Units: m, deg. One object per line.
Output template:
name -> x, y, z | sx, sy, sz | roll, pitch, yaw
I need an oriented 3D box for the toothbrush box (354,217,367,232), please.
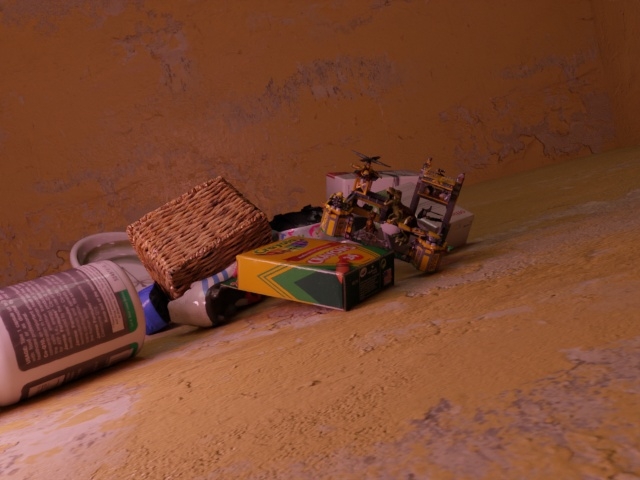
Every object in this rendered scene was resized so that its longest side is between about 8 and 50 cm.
toothbrush box -> 0.000, 0.000, 2.121 | 0.216, 0.126, 0.295 | -16, 7, -29

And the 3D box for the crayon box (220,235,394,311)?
crayon box -> -0.031, 0.058, 1.440 | 0.318, 0.081, 0.202 | 7, 17, 33

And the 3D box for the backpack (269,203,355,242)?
backpack -> -0.019, 0.002, 1.809 | 0.225, 0.191, 0.253 | -16, 4, -19

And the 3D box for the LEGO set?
LEGO set -> 0.170, -0.093, 1.518 | 0.331, 0.192, 0.255 | 25, 29, 20

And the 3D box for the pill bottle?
pill bottle -> -0.523, 0.175, 1.249 | 0.361, 0.204, 0.204 | -18, 7, -42

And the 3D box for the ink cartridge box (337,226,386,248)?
ink cartridge box -> 0.105, 0.033, 1.626 | 0.061, 0.104, 0.181 | -11, 6, 22

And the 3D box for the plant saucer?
plant saucer -> -0.553, 0.105, 2.074 | 0.400, 0.100, 0.400 | 16, 22, -7

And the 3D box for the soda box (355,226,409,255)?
soda box -> 0.197, -0.013, 1.944 | 0.098, 0.091, 0.286 | -12, 6, 27

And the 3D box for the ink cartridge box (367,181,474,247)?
ink cartridge box -> 0.254, -0.057, 1.756 | 0.160, 0.092, 0.219 | -18, 39, -39

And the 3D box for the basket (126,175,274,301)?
basket -> -0.291, 0.019, 1.734 | 0.299, 0.213, 0.223 | -34, 50, -21

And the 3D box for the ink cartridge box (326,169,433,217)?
ink cartridge box -> 0.171, -0.140, 2.014 | 0.273, 0.114, 0.197 | -3, 12, -14

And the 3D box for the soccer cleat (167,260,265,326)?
soccer cleat -> -0.231, 0.112, 1.589 | 0.143, 0.116, 0.331 | -7, 8, 21

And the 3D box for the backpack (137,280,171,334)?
backpack -> -0.399, 0.169, 1.600 | 0.101, 0.098, 0.120 | -35, 15, 0
